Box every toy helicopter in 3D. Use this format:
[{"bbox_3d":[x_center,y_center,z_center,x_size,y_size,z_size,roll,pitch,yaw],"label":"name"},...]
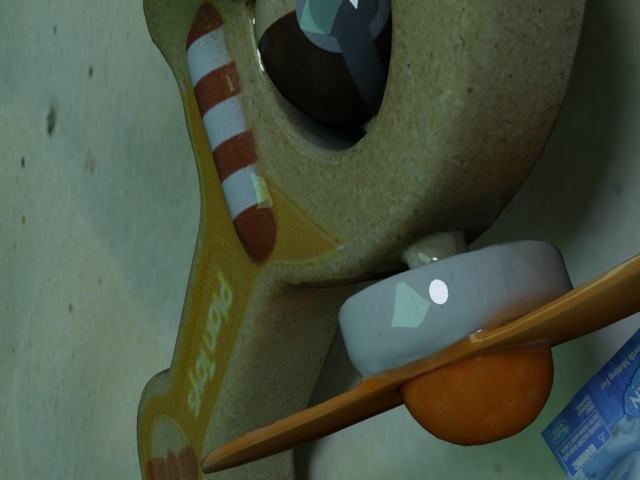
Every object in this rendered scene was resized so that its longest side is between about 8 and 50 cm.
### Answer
[{"bbox_3d":[0.000,0.000,0.438,0.235,0.140,0.355,55,143,35],"label":"toy helicopter"}]

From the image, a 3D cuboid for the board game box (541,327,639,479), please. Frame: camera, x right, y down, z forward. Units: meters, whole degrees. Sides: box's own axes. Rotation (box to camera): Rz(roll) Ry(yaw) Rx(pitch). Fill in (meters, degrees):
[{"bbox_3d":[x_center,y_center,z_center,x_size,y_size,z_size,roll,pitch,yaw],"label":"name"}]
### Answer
[{"bbox_3d":[0.108,0.060,0.362,0.090,0.020,0.090,-57,49,37],"label":"board game box"}]
